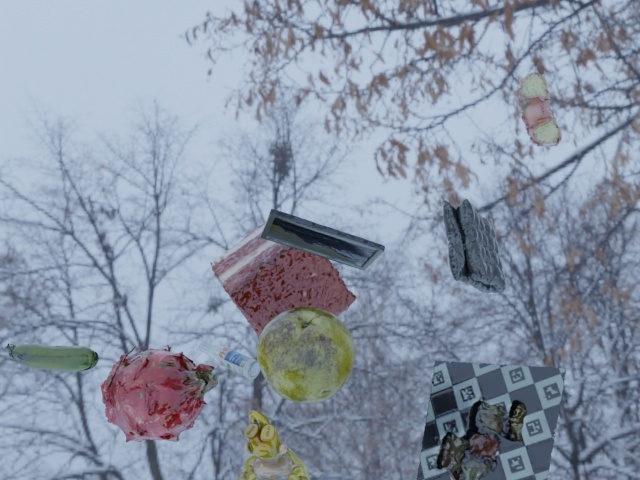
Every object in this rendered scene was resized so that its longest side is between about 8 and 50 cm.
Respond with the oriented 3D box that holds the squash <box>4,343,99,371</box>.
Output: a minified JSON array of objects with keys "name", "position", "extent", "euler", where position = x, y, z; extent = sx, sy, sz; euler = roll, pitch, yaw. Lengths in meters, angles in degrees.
[{"name":"squash","position":[-0.503,0.217,1.377],"extent":[0.183,0.052,0.052],"euler":[4,-31,8]}]

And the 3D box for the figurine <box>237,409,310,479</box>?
[{"name":"figurine","position":[-0.099,0.460,1.508],"extent":[0.156,0.131,0.246],"euler":[2,-50,12]}]

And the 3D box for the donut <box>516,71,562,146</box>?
[{"name":"donut","position":[0.467,-0.273,1.586],"extent":[0.065,0.166,0.117],"euler":[-15,-6,10]}]

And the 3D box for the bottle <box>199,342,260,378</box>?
[{"name":"bottle","position":[-0.276,0.350,2.184],"extent":[0.217,0.060,0.060],"euler":[15,-21,33]}]

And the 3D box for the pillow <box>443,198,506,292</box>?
[{"name":"pillow","position":[0.435,0.027,2.073],"extent":[0.101,0.228,0.326],"euler":[-13,-17,22]}]

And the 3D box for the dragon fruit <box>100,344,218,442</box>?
[{"name":"dragon fruit","position":[-0.335,0.326,1.557],"extent":[0.268,0.210,0.205],"euler":[-17,-57,22]}]

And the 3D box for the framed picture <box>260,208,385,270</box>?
[{"name":"framed picture","position":[0.000,0.001,1.672],"extent":[0.265,0.018,0.192],"euler":[18,-18,-4]}]

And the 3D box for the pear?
[{"name":"pear","position":[-0.029,0.222,1.459],"extent":[0.197,0.197,0.197],"euler":[-2,-32,-1]}]

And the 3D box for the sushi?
[{"name":"sushi","position":[0.360,0.401,1.550],"extent":[0.294,0.292,0.059],"euler":[0,-22,37]}]

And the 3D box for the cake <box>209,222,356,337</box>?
[{"name":"cake","position":[-0.106,0.109,1.975],"extent":[0.269,0.319,0.270],"euler":[-36,-67,-6]}]
